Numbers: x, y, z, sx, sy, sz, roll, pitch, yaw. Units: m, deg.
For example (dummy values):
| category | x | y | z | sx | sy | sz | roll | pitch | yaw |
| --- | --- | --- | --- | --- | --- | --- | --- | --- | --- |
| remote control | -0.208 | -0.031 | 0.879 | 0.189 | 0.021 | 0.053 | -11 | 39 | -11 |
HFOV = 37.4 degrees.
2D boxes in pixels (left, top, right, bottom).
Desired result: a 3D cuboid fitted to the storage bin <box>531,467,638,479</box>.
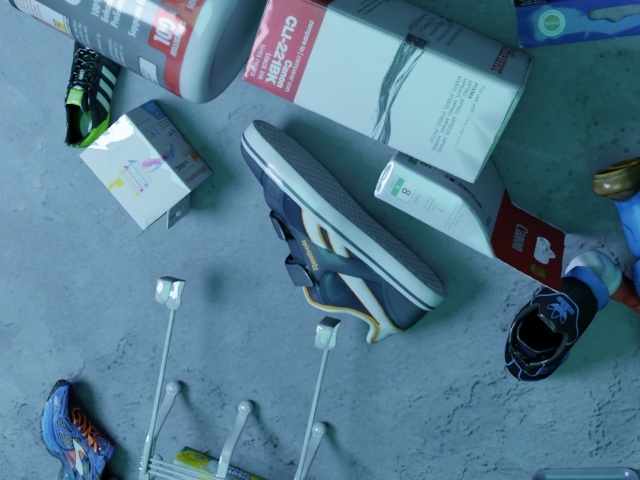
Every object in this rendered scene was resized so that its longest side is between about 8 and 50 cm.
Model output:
| category | x | y | z | sx | sy | sz | roll | pitch | yaw |
| --- | --- | --- | --- | --- | --- | --- | --- | --- | --- |
| storage bin | 0.348 | 0.362 | 1.225 | 0.135 | 0.098 | 0.091 | -7 | 118 | 17 |

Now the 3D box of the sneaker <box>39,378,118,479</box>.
| category | x | y | z | sx | sy | sz | roll | pitch | yaw |
| --- | --- | --- | --- | --- | --- | --- | --- | --- | --- |
| sneaker | -0.351 | 0.301 | 1.401 | 0.087 | 0.083 | 0.221 | -9 | 113 | 4 |

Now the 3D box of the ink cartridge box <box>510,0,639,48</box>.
| category | x | y | z | sx | sy | sz | roll | pitch | yaw |
| --- | --- | --- | --- | --- | --- | --- | --- | --- | --- |
| ink cartridge box | 0.309 | -0.324 | 1.007 | 0.223 | 0.045 | 0.224 | -5 | 108 | 16 |

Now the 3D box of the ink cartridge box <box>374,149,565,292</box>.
| category | x | y | z | sx | sy | sz | roll | pitch | yaw |
| --- | --- | --- | --- | --- | --- | --- | --- | --- | --- |
| ink cartridge box | 0.185 | -0.048 | 1.067 | 0.224 | 0.181 | 0.056 | 27 | 117 | 4 |

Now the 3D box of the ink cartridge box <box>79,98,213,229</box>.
| category | x | y | z | sx | sy | sz | roll | pitch | yaw |
| --- | --- | --- | --- | --- | --- | --- | --- | --- | --- |
| ink cartridge box | -0.213 | -0.090 | 1.206 | 0.090 | 0.092 | 0.143 | -37 | 98 | 23 |

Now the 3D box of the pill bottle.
| category | x | y | z | sx | sy | sz | roll | pitch | yaw |
| --- | --- | --- | --- | --- | --- | --- | --- | --- | --- |
| pill bottle | -0.241 | -0.323 | 1.065 | 0.363 | 0.210 | 0.210 | 28 | 114 | 4 |

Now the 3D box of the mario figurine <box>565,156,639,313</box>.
| category | x | y | z | sx | sy | sz | roll | pitch | yaw |
| --- | --- | --- | --- | --- | --- | --- | --- | --- | --- |
| mario figurine | 0.402 | 0.068 | 1.048 | 0.170 | 0.198 | 0.320 | -20 | 99 | -21 |

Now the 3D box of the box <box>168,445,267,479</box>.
| category | x | y | z | sx | sy | sz | roll | pitch | yaw |
| --- | --- | --- | --- | --- | --- | --- | --- | --- | --- |
| box | -0.137 | 0.382 | 1.384 | 0.179 | 0.043 | 0.105 | 22 | 113 | 9 |

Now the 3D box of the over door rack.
| category | x | y | z | sx | sy | sz | roll | pitch | yaw |
| --- | --- | --- | --- | --- | --- | --- | --- | --- | --- |
| over door rack | -0.108 | 0.210 | 1.276 | 0.239 | 0.108 | 0.324 | 14 | 112 | 9 |

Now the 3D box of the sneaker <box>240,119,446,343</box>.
| category | x | y | z | sx | sy | sz | roll | pitch | yaw |
| --- | --- | --- | --- | --- | --- | --- | --- | --- | --- |
| sneaker | 0.000 | 0.000 | 1.163 | 0.321 | 0.126 | 0.127 | 44 | 108 | -5 |

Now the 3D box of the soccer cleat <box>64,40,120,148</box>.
| category | x | y | z | sx | sy | sz | roll | pitch | yaw |
| --- | --- | --- | --- | --- | --- | --- | --- | --- | --- |
| soccer cleat | -0.292 | -0.201 | 1.197 | 0.060 | 0.072 | 0.179 | 14 | 112 | 10 |

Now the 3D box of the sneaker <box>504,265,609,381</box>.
| category | x | y | z | sx | sy | sz | roll | pitch | yaw |
| --- | --- | --- | --- | --- | --- | --- | --- | --- | --- |
| sneaker | 0.251 | 0.115 | 1.105 | 0.081 | 0.090 | 0.232 | 46 | 152 | 20 |

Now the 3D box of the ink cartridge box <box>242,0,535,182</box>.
| category | x | y | z | sx | sy | sz | roll | pitch | yaw |
| --- | --- | --- | --- | --- | --- | --- | --- | --- | --- |
| ink cartridge box | 0.081 | -0.189 | 1.034 | 0.273 | 0.197 | 0.114 | 24 | 115 | 6 |
